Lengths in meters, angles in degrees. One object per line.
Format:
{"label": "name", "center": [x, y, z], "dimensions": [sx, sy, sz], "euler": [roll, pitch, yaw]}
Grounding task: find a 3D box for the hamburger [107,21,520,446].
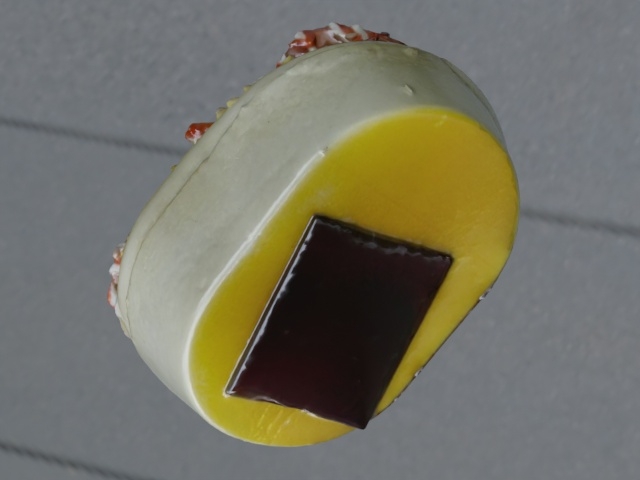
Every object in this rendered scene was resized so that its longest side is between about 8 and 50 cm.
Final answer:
{"label": "hamburger", "center": [0.000, 0.000, 1.214], "dimensions": [0.227, 0.151, 0.295], "euler": [35, 99, -31]}
